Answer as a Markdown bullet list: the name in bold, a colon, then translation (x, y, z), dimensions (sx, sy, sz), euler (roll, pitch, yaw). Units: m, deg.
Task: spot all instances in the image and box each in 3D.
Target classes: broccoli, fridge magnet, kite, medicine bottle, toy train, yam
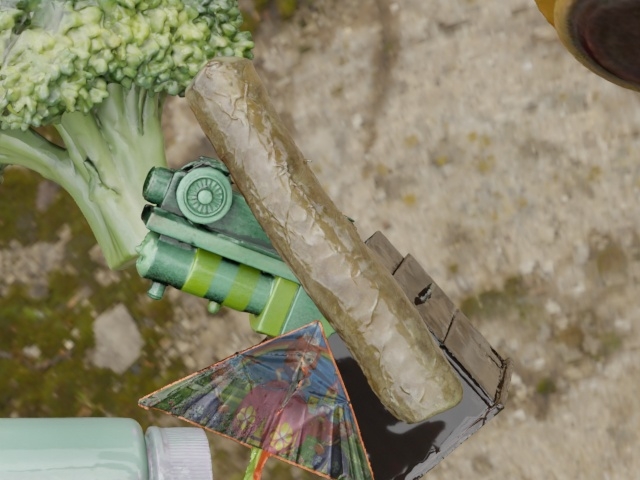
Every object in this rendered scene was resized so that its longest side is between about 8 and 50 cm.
- **broccoli**: translation (-0.239, -0.130, 1.346), dimensions (0.375, 0.249, 0.302), euler (-24, 60, 15)
- **fridge magnet**: translation (0.170, -0.118, 0.709), dimensions (0.143, 0.143, 0.063), euler (9, 61, 20)
- **kite**: translation (-0.032, 0.130, 1.038), dimensions (0.190, 0.010, 0.159), euler (25, 89, -9)
- **medicine bottle**: translation (-0.219, 0.231, 1.342), dimensions (0.225, 0.139, 0.139), euler (1, 61, -15)
- **toy train**: translation (-0.062, 0.012, 1.221), dimensions (0.200, 0.083, 0.132), euler (21, 94, -11)
- **yam**: translation (0.000, 0.000, 1.052), dimensions (0.066, 0.066, 0.299), euler (-34, 94, -2)

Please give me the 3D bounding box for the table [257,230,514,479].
- **table**: translation (0.059, 0.116, 1.410), dimensions (0.172, 0.169, 0.193), euler (-43, 90, 14)
